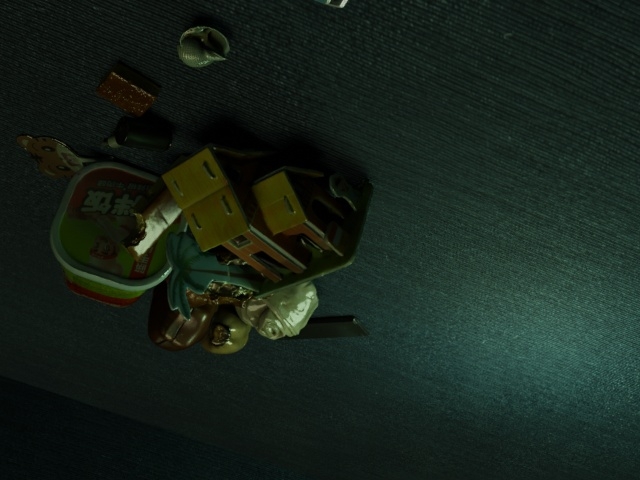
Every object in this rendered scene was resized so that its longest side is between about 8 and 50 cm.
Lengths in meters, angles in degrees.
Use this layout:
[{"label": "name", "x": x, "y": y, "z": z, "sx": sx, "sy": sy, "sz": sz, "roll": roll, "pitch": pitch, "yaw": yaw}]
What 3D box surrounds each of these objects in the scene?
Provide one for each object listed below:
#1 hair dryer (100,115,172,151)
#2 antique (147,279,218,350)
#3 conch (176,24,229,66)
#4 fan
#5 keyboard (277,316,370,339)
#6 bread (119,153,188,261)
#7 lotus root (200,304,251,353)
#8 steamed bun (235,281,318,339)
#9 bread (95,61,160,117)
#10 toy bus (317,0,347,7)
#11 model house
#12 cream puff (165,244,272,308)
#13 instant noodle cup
[{"label": "hair dryer", "x": -0.386, "y": -0.204, "z": 1.537, "sx": 0.100, "sy": 0.057, "sz": 0.198, "roll": 9, "pitch": 175, "yaw": -41}, {"label": "antique", "x": -0.344, "y": 0.168, "z": 1.929, "sx": 0.129, "sy": 0.223, "sz": 0.278, "roll": 32, "pitch": -179, "yaw": -25}, {"label": "conch", "x": -0.193, "y": -0.322, "z": 1.261, "sx": 0.085, "sy": 0.056, "sz": 0.076, "roll": -2, "pitch": 130, "yaw": -10}, {"label": "fan", "x": -0.547, "y": -0.178, "z": 1.688, "sx": 0.227, "sy": 0.008, "sz": 0.152, "roll": 5, "pitch": 148, "yaw": 19}, {"label": "keyboard", "x": -0.019, "y": 0.244, "z": 2.128, "sx": 0.310, "sy": 0.018, "sz": 0.101, "roll": -8, "pitch": 144, "yaw": 33}, {"label": "bread", "x": -0.327, "y": -0.068, "z": 1.572, "sx": 0.049, "sy": 0.226, "sz": 0.088, "roll": 29, "pitch": 161, "yaw": 34}, {"label": "lotus root", "x": -0.255, "y": 0.223, "z": 2.035, "sx": 0.140, "sy": 0.154, "sz": 0.257, "roll": 8, "pitch": -178, "yaw": 3}, {"label": "steamed bun", "x": -0.122, "y": 0.174, "z": 1.940, "sx": 0.218, "sy": 0.144, "sz": 0.211, "roll": 15, "pitch": 149, "yaw": 1}, {"label": "bread", "x": -0.357, "y": -0.277, "z": 1.421, "sx": 0.094, "sy": 0.035, "sz": 0.090, "roll": 30, "pitch": 146, "yaw": -24}, {"label": "toy bus", "x": 0.028, "y": -0.383, "z": 1.064, "sx": 0.075, "sy": 0.060, "sz": 0.123, "roll": 18, "pitch": 151, "yaw": -14}, {"label": "model house", "x": -0.134, "y": -0.026, "z": 1.446, "sx": 0.323, "sy": 0.340, "sz": 0.300, "roll": 38, "pitch": 141, "yaw": -27}, {"label": "cream puff", "x": -0.213, "y": 0.068, "z": 1.762, "sx": 0.269, "sy": 0.241, "sz": 0.155, "roll": 3, "pitch": 105, "yaw": 17}, {"label": "instant noodle cup", "x": -0.462, "y": 0.010, "z": 1.736, "sx": 0.294, "sy": 0.294, "sz": 0.308, "roll": 22, "pitch": 155, "yaw": -11}]
